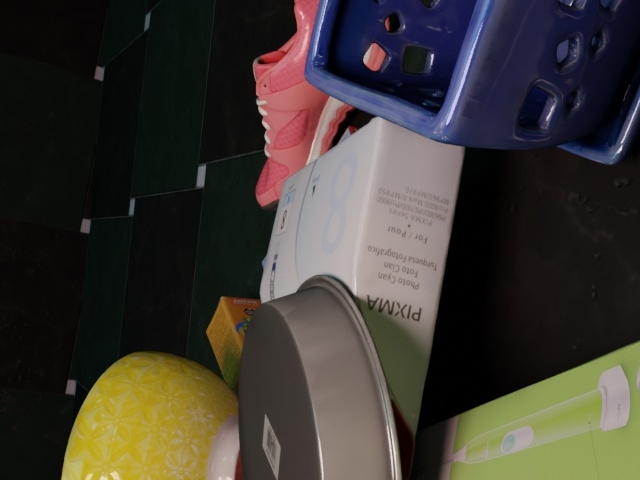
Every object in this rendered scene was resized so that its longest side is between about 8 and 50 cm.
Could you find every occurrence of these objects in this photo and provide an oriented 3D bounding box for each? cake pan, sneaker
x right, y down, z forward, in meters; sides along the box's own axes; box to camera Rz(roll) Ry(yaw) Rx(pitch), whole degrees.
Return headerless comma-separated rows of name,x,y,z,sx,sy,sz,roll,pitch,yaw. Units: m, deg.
cake pan,-0.016,0.176,0.614,0.293,0.054,0.294,179,90,-71
sneaker,-0.035,-0.178,0.933,0.314,0.136,0.116,-58,18,33

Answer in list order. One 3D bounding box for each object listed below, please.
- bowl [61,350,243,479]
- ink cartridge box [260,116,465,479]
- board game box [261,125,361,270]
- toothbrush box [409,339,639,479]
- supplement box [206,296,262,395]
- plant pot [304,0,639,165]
bowl,-0.142,0.271,0.838,0.155,0.289,0.290,-6,76,21
ink cartridge box,0.000,0.101,0.713,0.308,0.091,0.385,163,122,-70
board game box,0.000,0.000,0.966,0.281,0.027,0.145,-55,38,40
toothbrush box,0.172,0.202,0.458,0.283,0.122,0.206,-41,27,48
supplement box,-0.091,0.178,1.039,0.233,0.078,0.080,54,130,50
plant pot,0.147,-0.193,0.559,0.236,0.212,0.236,42,119,56
